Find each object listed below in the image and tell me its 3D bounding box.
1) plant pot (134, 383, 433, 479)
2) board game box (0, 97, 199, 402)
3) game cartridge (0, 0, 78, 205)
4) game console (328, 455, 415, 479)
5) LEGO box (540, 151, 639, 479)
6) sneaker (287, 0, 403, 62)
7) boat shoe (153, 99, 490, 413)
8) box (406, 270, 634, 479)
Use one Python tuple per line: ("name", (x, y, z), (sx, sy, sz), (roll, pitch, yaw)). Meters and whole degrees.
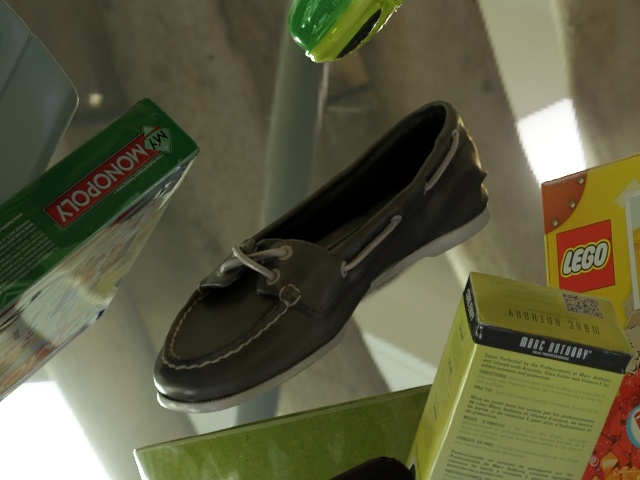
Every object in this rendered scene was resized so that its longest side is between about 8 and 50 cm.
("plant pot", (0.024, 0.270, 0.955), (0.275, 0.293, 0.275), (-12, 173, -1))
("board game box", (-0.209, 0.071, 0.681), (0.046, 0.213, 0.317), (43, -128, 4))
("game cartridge", (-0.280, -0.094, 0.736), (0.062, 0.297, 0.198), (11, -109, 45))
("game console", (0.007, 0.157, 0.463), (0.107, 0.071, 0.122), (-25, -107, -9))
("LEGO box", (0.459, 0.078, 1.128), (0.193, 0.372, 0.500), (14, 158, -40))
("sneaker", (0.021, -0.241, 0.675), (0.124, 0.295, 0.109), (13, -171, 8))
("boat shoe", (0.000, 0.000, 0.892), (0.112, 0.095, 0.335), (6, -151, 41))
("box", (0.094, 0.136, 0.721), (0.087, 0.232, 0.058), (11, -153, -5))
